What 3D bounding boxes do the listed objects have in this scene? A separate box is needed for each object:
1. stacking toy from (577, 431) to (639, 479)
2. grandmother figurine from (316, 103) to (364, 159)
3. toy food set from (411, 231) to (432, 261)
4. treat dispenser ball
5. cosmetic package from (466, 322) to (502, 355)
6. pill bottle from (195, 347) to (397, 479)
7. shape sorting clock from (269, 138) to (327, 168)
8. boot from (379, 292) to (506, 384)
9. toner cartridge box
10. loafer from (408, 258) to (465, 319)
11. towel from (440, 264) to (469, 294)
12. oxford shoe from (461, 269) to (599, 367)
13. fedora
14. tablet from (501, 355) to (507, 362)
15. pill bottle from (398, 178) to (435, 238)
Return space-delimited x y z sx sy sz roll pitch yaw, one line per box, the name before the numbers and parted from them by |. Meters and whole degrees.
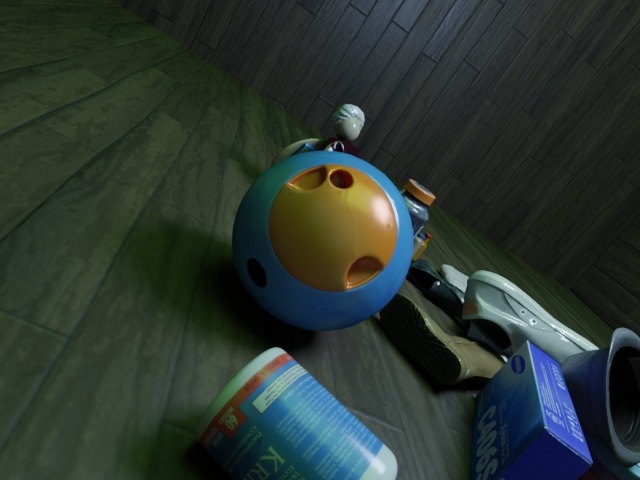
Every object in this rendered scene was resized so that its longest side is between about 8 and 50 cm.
stacking toy | 0.604 0.410 1.068 0.309 0.130 0.279 17 25 -44
grandmother figurine | 0.055 -0.190 1.294 0.104 0.342 0.208 8 -2 31
toy food set | 0.245 -0.017 1.557 0.232 0.104 0.111 31 18 -12
treat dispenser ball | 0.004 0.000 0.788 0.288 0.288 0.288 31 18 -12
cosmetic package | 0.474 0.221 1.318 0.127 0.107 0.238 16 14 18
pill bottle | -0.005 0.222 0.477 0.221 0.124 0.124 39 18 16
shape sorting clock | -0.046 -0.210 1.378 0.206 0.206 0.040 15 39 -47
boot | 0.268 0.220 1.048 0.270 0.089 0.236 17 28 -50
toner cartridge box | 0.330 0.301 0.805 0.075 0.165 0.348 38 18 10
loafer | 0.330 0.140 1.373 0.078 0.076 0.223 -9 47 -46
towel | 0.527 0.190 1.623 0.282 0.049 0.187 33 17 -4
oxford shoe | 0.496 0.244 1.097 0.449 0.130 0.169 36 -15 -1
fedora | 0.531 0.287 0.921 0.276 0.243 0.124 10 -13 -38
tablet | 0.476 0.314 1.286 0.054 0.006 0.083 36 18 1
pill bottle | 0.205 -0.046 1.331 0.130 0.245 0.130 31 18 -11
